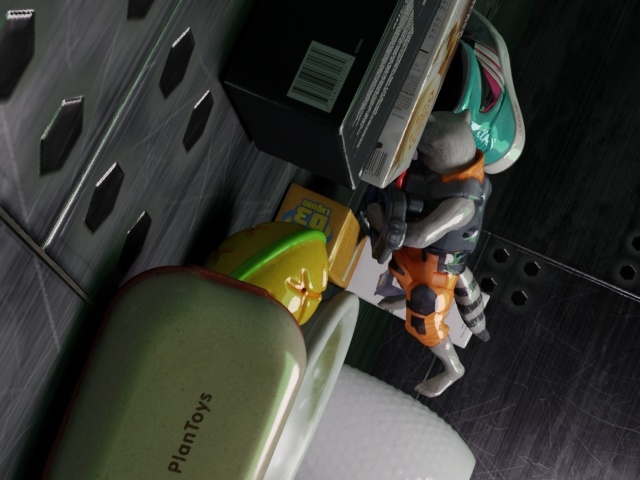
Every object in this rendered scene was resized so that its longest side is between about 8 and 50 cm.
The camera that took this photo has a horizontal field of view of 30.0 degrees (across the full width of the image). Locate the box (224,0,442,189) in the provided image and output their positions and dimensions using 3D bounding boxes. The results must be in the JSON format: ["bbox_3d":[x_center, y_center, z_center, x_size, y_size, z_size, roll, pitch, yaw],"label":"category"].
[{"bbox_3d":[0.033,-0.194,0.951,0.184,0.103,0.261,61,53,-76],"label":"box"}]

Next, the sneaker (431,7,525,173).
[{"bbox_3d":[0.167,-0.241,1.611,0.124,0.178,0.295,-33,-131,26],"label":"sneaker"}]

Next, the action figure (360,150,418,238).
[{"bbox_3d":[0.135,-0.104,1.863,0.285,0.099,0.185,110,2,-49],"label":"action figure"}]

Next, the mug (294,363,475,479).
[{"bbox_3d":[0.067,0.430,2.072,0.276,0.328,0.374,61,53,-79],"label":"mug"}]

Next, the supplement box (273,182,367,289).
[{"bbox_3d":[0.000,0.000,1.355,0.233,0.078,0.080,40,74,-82],"label":"supplement box"}]

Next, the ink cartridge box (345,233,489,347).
[{"bbox_3d":[0.157,0.082,1.999,0.100,0.237,0.172,-64,172,2],"label":"ink cartridge box"}]

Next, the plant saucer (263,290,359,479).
[{"bbox_3d":[-0.076,0.229,1.426,0.400,0.101,0.400,24,90,-82],"label":"plant saucer"}]

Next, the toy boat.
[{"bbox_3d":[-0.116,0.124,0.879,0.231,0.151,0.151,-67,-160,5],"label":"toy boat"}]

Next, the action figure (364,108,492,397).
[{"bbox_3d":[0.141,-0.026,1.502,0.341,0.179,0.330,-89,-179,-56],"label":"action figure"}]

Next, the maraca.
[{"bbox_3d":[-0.069,0.051,1.033,0.186,0.099,0.127,-36,159,-17],"label":"maraca"}]

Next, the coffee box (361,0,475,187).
[{"bbox_3d":[0.082,-0.194,1.256,0.141,0.098,0.246,-41,154,-71],"label":"coffee box"}]
